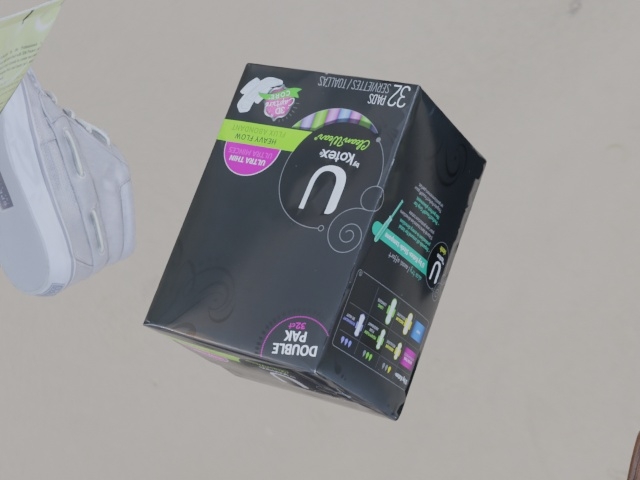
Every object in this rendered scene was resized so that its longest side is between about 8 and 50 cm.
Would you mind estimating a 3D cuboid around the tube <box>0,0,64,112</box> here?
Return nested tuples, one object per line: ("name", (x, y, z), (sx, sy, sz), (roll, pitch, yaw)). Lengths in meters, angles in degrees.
("tube", (-0.227, -0.044, 0.706), (0.062, 0.070, 0.240), (23, 122, -41))

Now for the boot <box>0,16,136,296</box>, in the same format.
("boot", (-0.241, -0.088, 1.104), (0.123, 0.095, 0.258), (-26, 105, -51))

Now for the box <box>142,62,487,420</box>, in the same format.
("box", (0.000, 0.000, 0.364), (0.052, 0.062, 0.083), (37, 70, -53))

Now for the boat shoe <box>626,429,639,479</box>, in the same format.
("boat shoe", (0.148, 0.175, 0.622), (0.060, 0.064, 0.178), (24, 90, 20))
